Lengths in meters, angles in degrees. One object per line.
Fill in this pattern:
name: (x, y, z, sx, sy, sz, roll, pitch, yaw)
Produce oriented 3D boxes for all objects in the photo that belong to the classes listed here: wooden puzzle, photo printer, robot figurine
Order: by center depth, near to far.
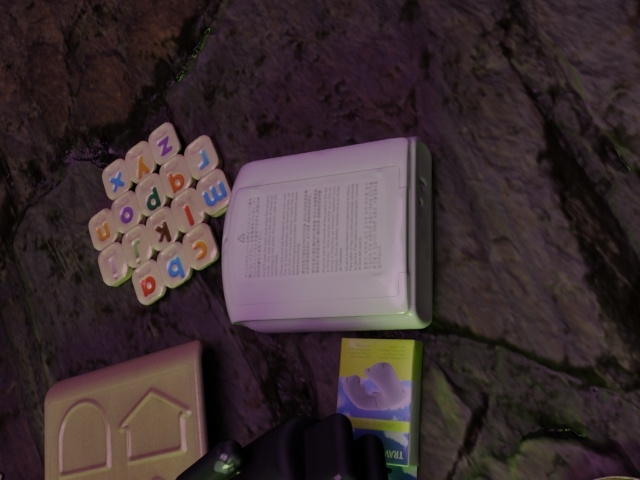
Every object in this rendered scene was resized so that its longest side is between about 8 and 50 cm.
robot figurine: (-0.048, 0.320, 0.885, 0.278, 0.173, 0.209, -38, 82, 23)
photo printer: (0.000, 0.000, 1.012, 0.307, 0.107, 0.256, -6, 74, 28)
wooden puzzle: (-0.280, 0.349, 1.090, 0.322, 0.080, 0.348, -19, 62, 26)

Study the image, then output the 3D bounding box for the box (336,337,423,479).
box: (0.075, 0.219, 0.954, 0.109, 0.042, 0.178, -3, 75, 28)

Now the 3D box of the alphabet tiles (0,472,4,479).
alphabet tiles: (-0.664, 0.437, 1.321, 0.237, 0.009, 0.198, 14, 84, 31)

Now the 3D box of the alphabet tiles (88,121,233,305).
alphabet tiles: (-0.269, -0.047, 1.221, 0.284, 0.021, 0.278, -33, 64, 18)

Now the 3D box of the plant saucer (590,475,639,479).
plant saucer: (0.333, 0.341, 0.790, 0.168, 0.029, 0.168, -7, 74, 26)
